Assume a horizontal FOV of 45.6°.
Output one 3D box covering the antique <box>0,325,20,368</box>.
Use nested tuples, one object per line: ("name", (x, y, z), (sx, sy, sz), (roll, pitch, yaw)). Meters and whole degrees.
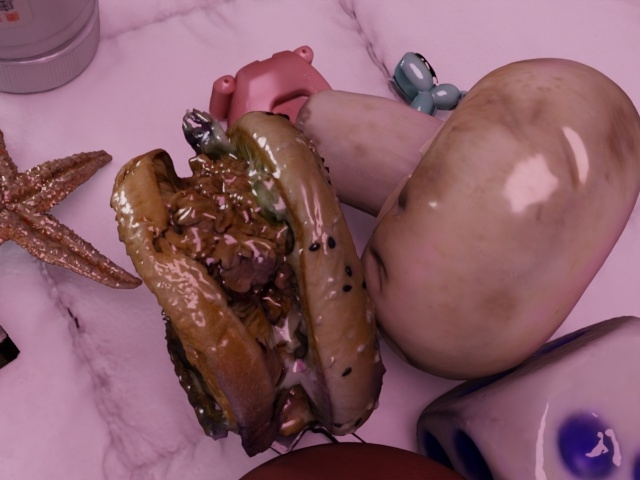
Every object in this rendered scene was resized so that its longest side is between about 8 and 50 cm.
("antique", (-0.407, 0.048, 0.766), (0.081, 0.080, 0.221), (-38, 81, -24))

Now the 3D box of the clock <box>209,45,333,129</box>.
("clock", (-0.037, -0.141, 0.923), (0.165, 0.093, 0.162), (-27, 80, -22))

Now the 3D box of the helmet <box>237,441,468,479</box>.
("helmet", (0.037, 0.293, 0.658), (0.384, 0.338, 0.230), (-13, 53, 8))

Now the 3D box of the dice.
("dice", (0.268, 0.239, 0.770), (0.251, 0.243, 0.259), (-21, 79, -21))

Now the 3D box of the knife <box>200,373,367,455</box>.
("knife", (-0.038, 0.195, 0.833), (0.245, 0.019, 0.072), (36, 69, 5))

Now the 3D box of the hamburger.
("hamburger", (-0.074, 0.024, 0.714), (0.195, 0.277, 0.318), (-19, 43, -13))

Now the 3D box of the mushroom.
("mushroom", (0.169, -0.028, 0.820), (0.325, 0.353, 0.353), (18, 61, -42))

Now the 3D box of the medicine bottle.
("medicine bottle", (-0.339, -0.314, 0.789), (0.189, 0.332, 0.190), (3, 68, -7))

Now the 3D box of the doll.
("doll", (0.137, -0.148, 0.983), (0.158, 0.059, 0.159), (27, 68, -2))

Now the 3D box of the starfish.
("starfish", (-0.310, -0.046, 0.803), (0.295, 0.048, 0.231), (22, 43, -6))
